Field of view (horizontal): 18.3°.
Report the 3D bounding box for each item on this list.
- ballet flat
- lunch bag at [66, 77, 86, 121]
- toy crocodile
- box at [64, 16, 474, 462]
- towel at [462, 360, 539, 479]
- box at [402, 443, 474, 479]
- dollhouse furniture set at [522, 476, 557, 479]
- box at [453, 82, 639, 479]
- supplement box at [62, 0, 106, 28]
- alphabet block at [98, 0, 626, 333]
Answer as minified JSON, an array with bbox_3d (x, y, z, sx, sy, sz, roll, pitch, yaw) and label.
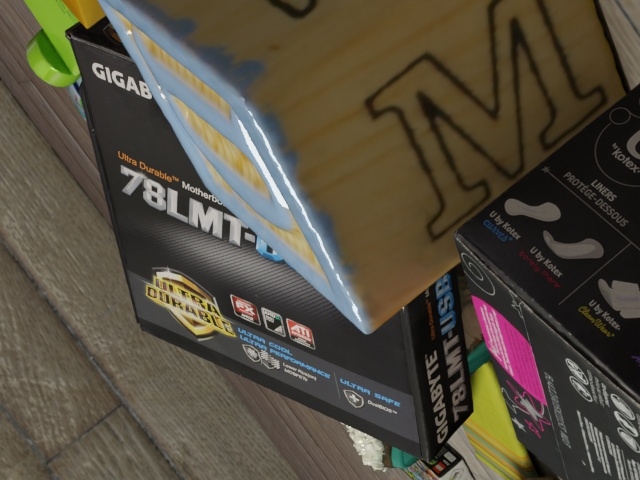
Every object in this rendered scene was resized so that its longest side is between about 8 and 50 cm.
[{"bbox_3d":[0.061,0.100,1.694,0.147,0.147,0.409,50,163,11],"label":"ballet flat"},{"bbox_3d":[-0.257,-0.211,2.217,0.129,0.096,0.151,121,125,-81],"label":"lunch bag"},{"bbox_3d":[-0.204,-0.174,2.098,0.340,0.105,0.115,52,128,7],"label":"toy crocodile"},{"bbox_3d":[-0.034,-0.009,1.445,0.295,0.073,0.293,23,142,32],"label":"box"},{"bbox_3d":[0.157,0.158,1.874,0.102,0.021,0.237,35,160,41],"label":"towel"},{"bbox_3d":[0.111,0.241,2.284,0.207,0.036,0.114,40,164,48],"label":"box"},{"bbox_3d":[0.097,0.374,1.749,0.303,0.198,0.286,8,-121,-52],"label":"dollhouse furniture set"},{"bbox_3d":[0.193,0.061,1.076,0.163,0.142,0.247,44,168,32],"label":"box"},{"bbox_3d":[-0.125,-0.271,1.171,0.191,0.194,0.129,49,169,18],"label":"supplement box"},{"bbox_3d":[0.022,-0.107,1.090,0.192,0.197,0.193,42,165,44],"label":"alphabet block"}]
